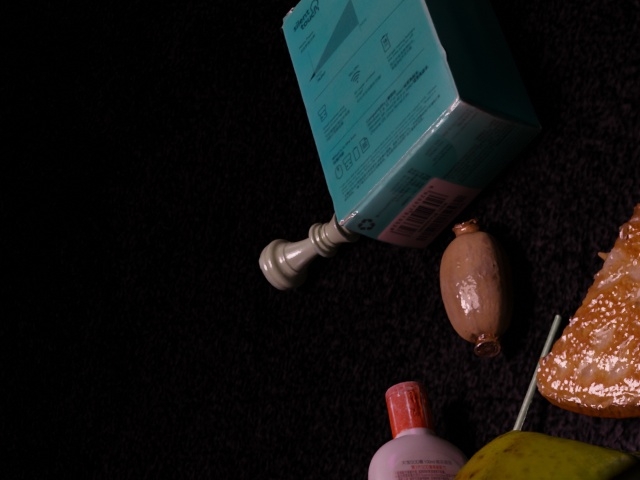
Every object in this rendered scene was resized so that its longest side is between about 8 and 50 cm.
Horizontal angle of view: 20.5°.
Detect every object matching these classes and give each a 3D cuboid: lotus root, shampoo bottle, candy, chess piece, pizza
[{"bbox_3d":[0.149,0.039,1.690,0.073,0.062,0.150,-38,49,41],"label":"lotus root"},{"bbox_3d":[0.097,0.235,1.645,0.051,0.108,0.220,113,154,-50],"label":"shampoo bottle"},{"bbox_3d":[0.185,0.162,1.610,0.061,0.061,0.202,11,77,56],"label":"candy"},{"bbox_3d":[0.000,0.000,1.933,0.149,0.059,0.059,-34,50,38],"label":"chess piece"},{"bbox_3d":[0.277,0.059,1.505,0.188,0.062,0.198,-3,68,42],"label":"pizza"}]

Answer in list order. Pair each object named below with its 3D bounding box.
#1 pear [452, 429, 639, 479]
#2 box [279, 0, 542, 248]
[{"bbox_3d":[0.194,0.271,1.361,0.164,0.255,0.238,6,86,55],"label":"pear"},{"bbox_3d":[0.087,-0.172,1.821,0.205,0.118,0.311,-46,43,31],"label":"box"}]
